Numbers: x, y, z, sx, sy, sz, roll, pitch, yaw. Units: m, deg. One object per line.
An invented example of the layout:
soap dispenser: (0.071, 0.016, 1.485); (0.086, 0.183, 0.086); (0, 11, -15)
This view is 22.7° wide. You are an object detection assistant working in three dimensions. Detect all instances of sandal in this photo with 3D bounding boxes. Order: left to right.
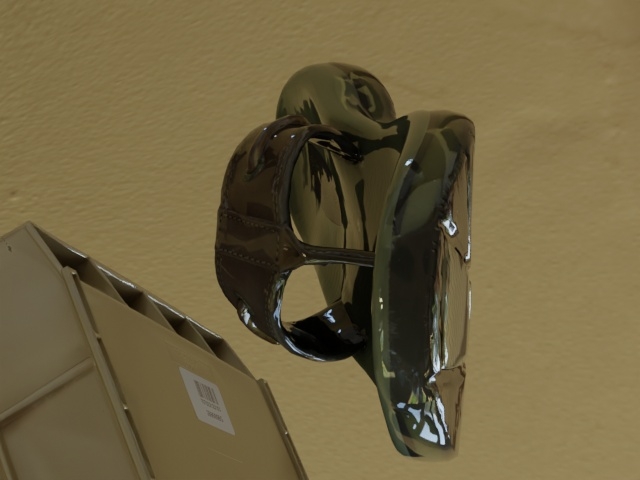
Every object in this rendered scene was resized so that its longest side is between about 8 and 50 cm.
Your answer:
sandal: (0.000, 0.001, 0.606); (0.086, 0.303, 0.120); (-2, -78, -10)

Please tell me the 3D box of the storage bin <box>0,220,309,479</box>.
storage bin: (-0.088, 0.154, 0.798); (0.123, 0.262, 0.260); (-29, -114, 9)
